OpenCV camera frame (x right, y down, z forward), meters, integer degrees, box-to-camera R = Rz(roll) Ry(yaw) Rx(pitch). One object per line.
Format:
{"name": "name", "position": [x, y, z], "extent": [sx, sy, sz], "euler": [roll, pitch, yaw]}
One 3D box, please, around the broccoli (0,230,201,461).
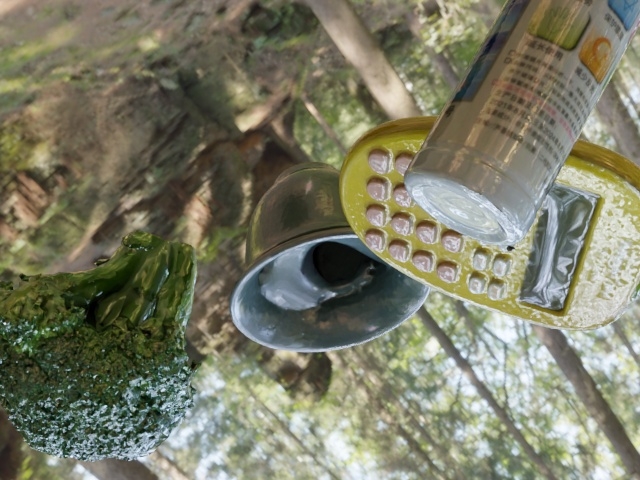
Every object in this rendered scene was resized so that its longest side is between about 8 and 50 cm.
{"name": "broccoli", "position": [-0.236, 0.100, 0.829], "extent": [0.295, 0.265, 0.245], "euler": [0, -129, 35]}

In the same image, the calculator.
{"name": "calculator", "position": [0.121, -0.008, 0.491], "extent": [0.235, 0.146, 0.032], "euler": [16, -132, 16]}

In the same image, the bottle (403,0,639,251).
{"name": "bottle", "position": [0.113, -0.101, 0.351], "extent": [0.217, 0.060, 0.060], "euler": [-58, -151, -10]}

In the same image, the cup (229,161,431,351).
{"name": "cup", "position": [0.000, 0.000, 0.805], "extent": [0.199, 0.199, 0.150], "euler": [-29, -131, 20]}
